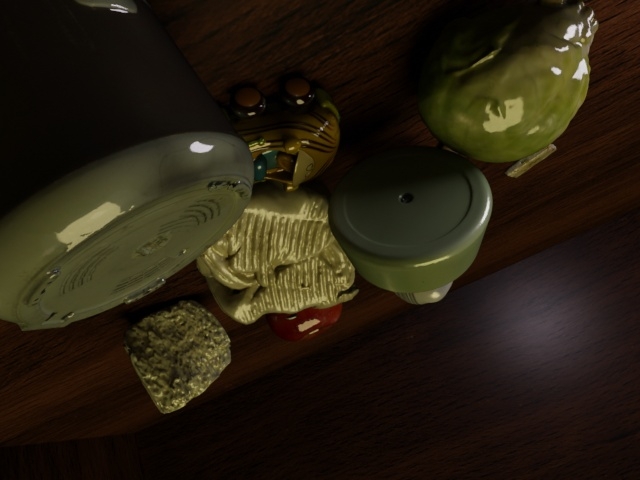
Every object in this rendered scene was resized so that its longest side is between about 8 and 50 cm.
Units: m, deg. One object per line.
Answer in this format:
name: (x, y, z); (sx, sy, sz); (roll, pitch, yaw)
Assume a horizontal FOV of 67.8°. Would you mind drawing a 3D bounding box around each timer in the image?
timer: (0.189, 0.016, 0.964); (0.291, 0.290, 0.315); (-23, 139, -1)

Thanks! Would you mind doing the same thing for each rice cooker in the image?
rice cooker: (-0.273, -0.108, 0.532); (0.335, 0.325, 0.335); (-36, 173, -5)

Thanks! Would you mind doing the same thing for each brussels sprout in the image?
brussels sprout: (0.323, -0.276, 0.852); (0.317, 0.242, 0.273); (-26, 134, -7)

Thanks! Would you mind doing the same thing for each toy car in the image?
toy car: (-0.073, -0.160, 0.830); (0.248, 0.142, 0.200); (-17, 158, -10)

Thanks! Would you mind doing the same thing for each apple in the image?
apple: (-0.060, 0.215, 1.589); (0.261, 0.216, 0.260); (-21, 158, -9)

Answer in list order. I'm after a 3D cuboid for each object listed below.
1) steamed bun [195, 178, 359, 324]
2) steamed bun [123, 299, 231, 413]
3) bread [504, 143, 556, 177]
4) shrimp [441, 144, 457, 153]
steamed bun: (-0.102, 0.004, 1.056); (0.394, 0.237, 0.346); (34, 104, -28)
steamed bun: (-0.416, 0.335, 1.453); (0.272, 0.290, 0.273); (-22, 176, -17)
bread: (0.649, -0.247, 1.474); (0.068, 0.028, 0.154); (-4, 153, -43)
shrimp: (0.365, -0.244, 1.190); (0.152, 0.046, 0.219); (-8, 153, -25)
